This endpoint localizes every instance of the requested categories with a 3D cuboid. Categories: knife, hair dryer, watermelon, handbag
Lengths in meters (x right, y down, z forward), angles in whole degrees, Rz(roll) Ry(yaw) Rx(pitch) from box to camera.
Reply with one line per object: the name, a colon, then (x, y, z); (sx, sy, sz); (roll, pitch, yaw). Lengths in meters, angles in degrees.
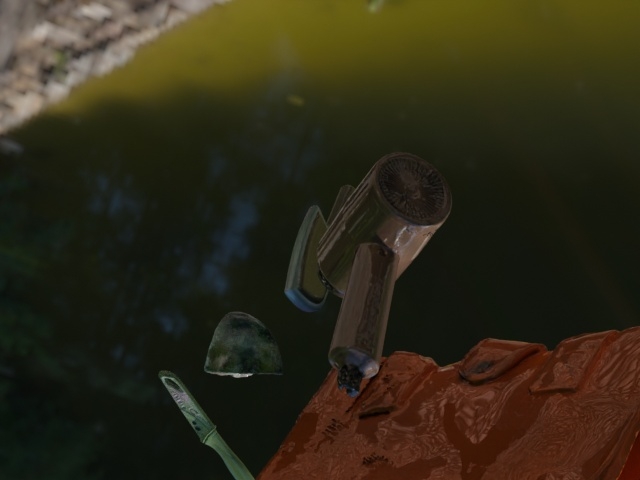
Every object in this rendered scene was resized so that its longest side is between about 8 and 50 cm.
knife: (0.000, -0.001, 1.794); (0.027, 0.343, 0.061); (-21, 105, 15)
hair dryer: (0.030, 0.037, 1.305); (0.064, 0.181, 0.117); (25, 138, -10)
knife: (-0.121, 0.226, 2.142); (0.030, 0.014, 0.207); (-18, 114, 39)
watermelon: (-0.083, 0.114, 1.934); (0.085, 0.085, 0.061); (18, 134, -2)
handbag: (0.133, 0.211, 1.771); (0.410, 0.303, 0.116); (-9, 123, 38)
